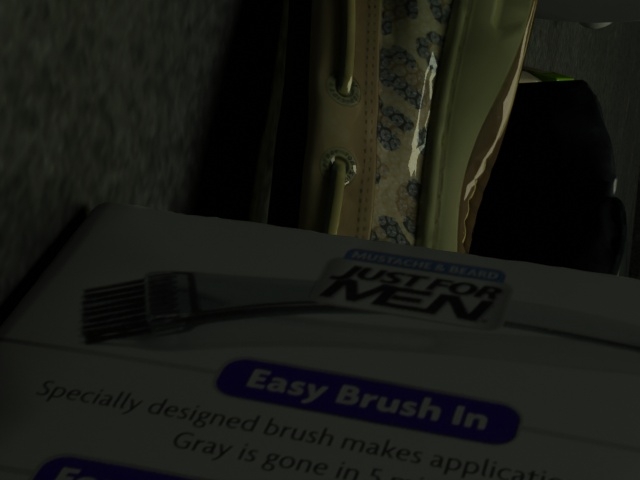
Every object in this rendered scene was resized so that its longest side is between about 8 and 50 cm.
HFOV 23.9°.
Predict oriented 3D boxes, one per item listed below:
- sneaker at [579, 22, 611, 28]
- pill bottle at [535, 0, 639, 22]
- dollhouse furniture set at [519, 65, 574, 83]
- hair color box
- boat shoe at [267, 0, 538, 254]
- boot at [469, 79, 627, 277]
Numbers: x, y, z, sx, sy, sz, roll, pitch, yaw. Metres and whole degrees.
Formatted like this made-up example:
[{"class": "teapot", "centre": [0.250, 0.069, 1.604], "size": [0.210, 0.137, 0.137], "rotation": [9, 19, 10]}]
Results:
[{"class": "sneaker", "centre": [0.284, -0.272, 1.459], "size": [0.081, 0.080, 0.211], "rotation": [77, 26, -47]}, {"class": "pill bottle", "centre": [0.115, -0.247, 0.638], "size": [0.160, 0.160, 0.283], "rotation": [33, 66, -75]}, {"class": "dollhouse furniture set", "centre": [0.135, -0.089, 1.089], "size": [0.151, 0.058, 0.076], "rotation": [-8, 114, -56]}, {"class": "hair color box", "centre": [-0.019, 0.128, 0.270], "size": [0.339, 0.185, 0.110], "rotation": [-62, 156, -53]}, {"class": "boat shoe", "centre": [0.000, 0.000, 0.513], "size": [0.104, 0.089, 0.285], "rotation": [136, -29, -69]}, {"class": "boot", "centre": [0.114, 0.188, 0.782], "size": [0.367, 0.146, 0.445], "rotation": [-108, -164, -52]}]
